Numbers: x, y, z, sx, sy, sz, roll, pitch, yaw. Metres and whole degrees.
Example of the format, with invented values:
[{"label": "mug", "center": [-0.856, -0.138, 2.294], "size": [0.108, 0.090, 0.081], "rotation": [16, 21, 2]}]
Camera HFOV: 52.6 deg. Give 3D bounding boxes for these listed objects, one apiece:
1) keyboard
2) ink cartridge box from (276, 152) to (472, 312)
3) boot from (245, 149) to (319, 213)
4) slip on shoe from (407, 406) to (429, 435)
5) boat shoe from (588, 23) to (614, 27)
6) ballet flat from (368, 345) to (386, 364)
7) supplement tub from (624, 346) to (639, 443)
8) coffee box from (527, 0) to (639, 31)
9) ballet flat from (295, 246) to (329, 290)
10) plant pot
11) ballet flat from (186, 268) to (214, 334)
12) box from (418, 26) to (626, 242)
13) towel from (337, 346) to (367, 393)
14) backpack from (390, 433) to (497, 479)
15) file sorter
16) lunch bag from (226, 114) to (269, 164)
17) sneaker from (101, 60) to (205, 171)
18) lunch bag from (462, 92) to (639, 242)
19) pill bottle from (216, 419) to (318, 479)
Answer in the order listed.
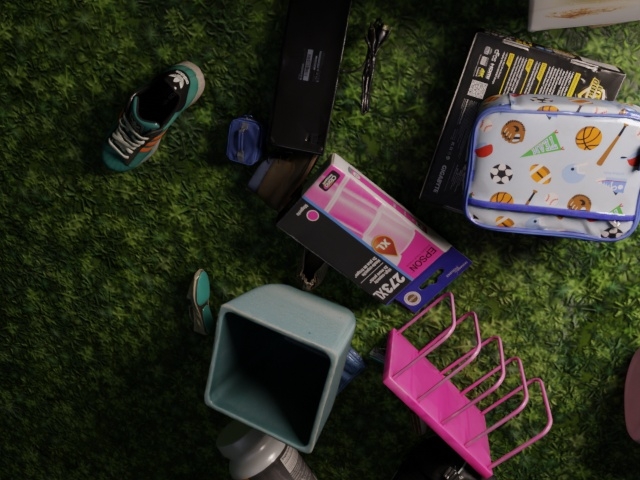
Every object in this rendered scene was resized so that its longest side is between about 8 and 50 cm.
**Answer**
[{"label": "keyboard", "center": [0.018, -0.313, 1.184], "size": [0.201, 0.033, 0.317], "rotation": [14, 102, 17]}, {"label": "ink cartridge box", "center": [0.111, 0.006, 1.279], "size": [0.371, 0.069, 0.176], "rotation": [35, 117, -16]}, {"label": "boot", "center": [-0.067, -0.154, 1.285], "size": [0.106, 0.082, 0.219], "rotation": [29, 118, -1]}, {"label": "slip on shoe", "center": [0.223, 0.367, 1.450], "size": [0.051, 0.041, 0.135], "rotation": [-3, 100, 58]}, {"label": "boat shoe", "center": [0.569, -0.385, 1.014], "size": [0.285, 0.104, 0.089], "rotation": [7, 118, 23]}, {"label": "ballet flat", "center": [0.162, 0.267, 1.424], "size": [0.114, 0.041, 0.041], "rotation": [32, 116, 4]}, {"label": "supplement tub", "center": [0.750, 0.308, 1.198], "size": [0.316, 0.193, 0.193], "rotation": [9, 114, 12]}, {"label": "coffee box", "center": [0.436, -0.493, 0.815], "size": [0.338, 0.334, 0.338], "rotation": [-1, 88, 16]}, {"label": "ballet flat", "center": [0.000, 0.000, 1.343], "size": [0.084, 0.058, 0.250], "rotation": [22, 116, 4]}, {"label": "plant pot", "center": [-0.056, 0.228, 1.338], "size": [0.248, 0.252, 0.247], "rotation": [21, 116, 16]}, {"label": "ballet flat", "center": [-0.282, 0.143, 1.482], "size": [0.052, 0.057, 0.168], "rotation": [7, 114, 23]}, {"label": "box", "center": [0.347, -0.186, 1.164], "size": [0.257, 0.079, 0.322], "rotation": [17, 115, 5]}, {"label": "towel", "center": [0.047, 0.296, 1.472], "size": [0.067, 0.029, 0.119], "rotation": [40, 116, -3]}, {"label": "backpack", "center": [0.259, 0.544, 1.394], "size": [0.191, 0.253, 0.225], "rotation": [43, 82, -11]}, {"label": "file sorter", "center": [0.295, 0.277, 1.303], "size": [0.291, 0.202, 0.182], "rotation": [44, 111, -8]}, {"label": "lunch bag", "center": [-0.145, -0.203, 1.293], "size": [0.067, 0.065, 0.098], "rotation": [14, 115, 9]}, {"label": "sneaker", "center": [-0.363, -0.240, 1.304], "size": [0.108, 0.121, 0.302], "rotation": [46, 116, -6]}, {"label": "lunch bag", "center": [0.395, -0.114, 1.079], "size": [0.303, 0.115, 0.243], "rotation": [8, 116, 12]}, {"label": "pill bottle", "center": [-0.120, 0.553, 1.551], "size": [0.162, 0.162, 0.278], "rotation": [-28, 103, 23]}]
